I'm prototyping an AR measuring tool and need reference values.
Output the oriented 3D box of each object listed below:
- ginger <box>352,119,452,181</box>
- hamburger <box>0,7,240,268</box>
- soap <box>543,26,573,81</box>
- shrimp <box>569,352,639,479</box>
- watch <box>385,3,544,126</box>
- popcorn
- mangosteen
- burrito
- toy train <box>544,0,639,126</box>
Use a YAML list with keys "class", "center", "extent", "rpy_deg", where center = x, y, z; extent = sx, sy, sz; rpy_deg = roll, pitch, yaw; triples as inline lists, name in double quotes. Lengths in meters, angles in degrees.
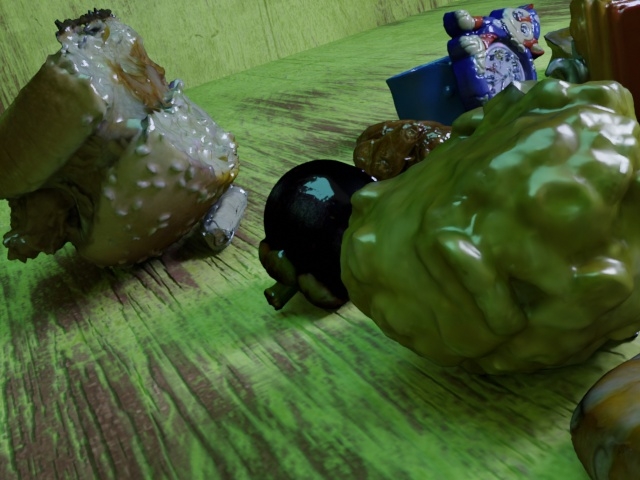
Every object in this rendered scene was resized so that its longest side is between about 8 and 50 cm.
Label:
- class: "ginger"
  center: [0.112, -0.123, 1.033]
  extent: [0.162, 0.073, 0.103]
  rpy_deg: [-6, 22, 22]
- class: "hamburger"
  center: [-0.270, -0.097, 0.987]
  extent: [0.287, 0.268, 0.445]
  rpy_deg: [-44, 19, 9]
- class: "soap"
  center: [0.436, -0.294, 1.250]
  extent: [0.135, 0.076, 0.233]
  rpy_deg: [-12, 19, 9]
- class: "shrimp"
  center: [0.225, 0.108, 0.333]
  extent: [0.152, 0.063, 0.287]
  rpy_deg: [-14, 18, -16]
- class: "watch"
  center: [0.203, -0.231, 1.164]
  extent: [0.196, 0.171, 0.200]
  rpy_deg: [-16, 4, -40]
- class: "popcorn"
  center: [0.135, 0.003, 0.545]
  extent: [0.233, 0.192, 0.266]
  rpy_deg: [-36, -1, -10]
- class: "mangosteen"
  center: [0.000, 0.000, 0.733]
  extent: [0.151, 0.137, 0.137]
  rpy_deg: [-55, 28, -6]
- class: "burrito"
  center: [-0.121, -0.030, 1.017]
  extent: [0.045, 0.041, 0.185]
  rpy_deg: [27, 20, -5]
- class: "toy train"
  center: [0.420, -0.204, 0.835]
  extent: [0.369, 0.163, 0.231]
  rpy_deg: [-14, 13, -9]
